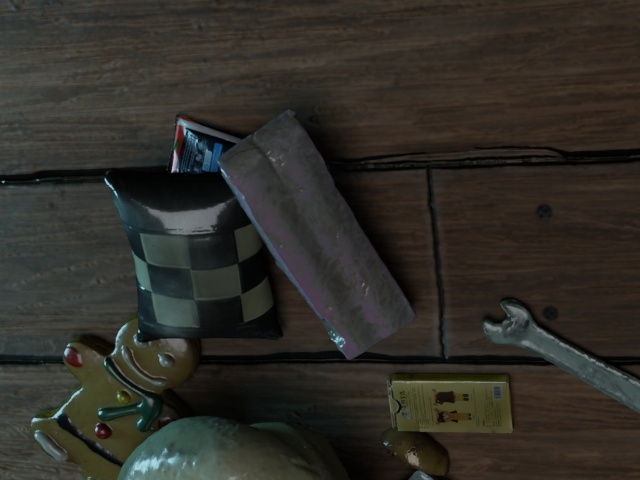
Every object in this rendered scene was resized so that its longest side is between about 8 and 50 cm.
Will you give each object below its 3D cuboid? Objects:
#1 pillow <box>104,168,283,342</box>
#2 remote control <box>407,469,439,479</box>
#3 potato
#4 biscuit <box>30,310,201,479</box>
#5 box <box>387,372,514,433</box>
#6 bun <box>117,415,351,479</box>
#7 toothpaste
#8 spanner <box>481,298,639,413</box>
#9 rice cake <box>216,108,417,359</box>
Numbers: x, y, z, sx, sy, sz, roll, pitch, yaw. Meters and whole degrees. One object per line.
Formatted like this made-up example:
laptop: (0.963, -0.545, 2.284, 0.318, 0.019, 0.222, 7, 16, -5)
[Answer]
pillow: (-0.143, 0.021, 1.426, 0.186, 0.106, 0.250, 1, 126, 6)
remote control: (0.088, 0.414, 1.566, 0.103, 0.051, 0.293, 38, 116, 5)
potato: (0.121, 0.256, 1.499, 0.093, 0.037, 0.036, 27, 112, 4)
biscuit: (-0.259, 0.208, 1.580, 0.197, 0.049, 0.301, 36, 116, -4)
box: (0.157, 0.196, 1.472, 0.149, 0.020, 0.073, -1, 113, 16)
bun: (-0.079, 0.361, 1.498, 0.365, 0.219, 0.365, 14, 118, 28)
toothpaste: (-0.085, -0.091, 1.408, 0.193, 0.045, 0.071, 15, 107, 15)
spanner: (0.326, 0.155, 1.409, 0.302, 0.017, 0.071, 30, 116, 1)
rice cake: (-0.001, 0.002, 1.358, 0.106, 0.050, 0.298, -35, 117, -7)
